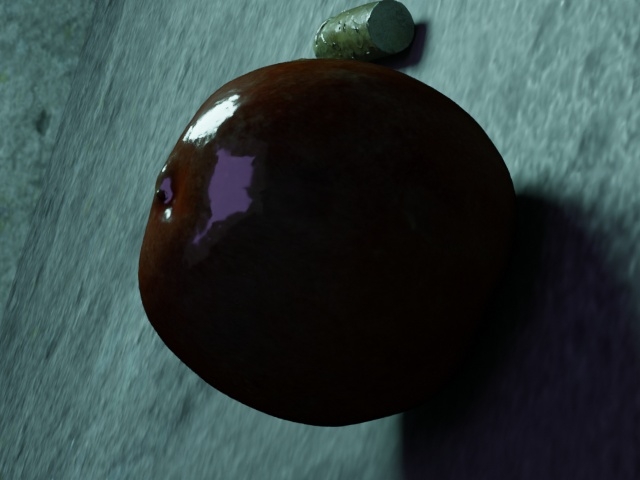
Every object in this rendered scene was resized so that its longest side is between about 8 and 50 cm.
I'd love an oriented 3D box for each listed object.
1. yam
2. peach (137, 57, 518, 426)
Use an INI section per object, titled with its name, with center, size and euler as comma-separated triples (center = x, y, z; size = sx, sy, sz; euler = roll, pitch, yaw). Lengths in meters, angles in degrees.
[yam]
center = 0.036, -0.182, 1.437
size = 0.132, 0.054, 0.054
euler = -2, 68, 68
[peach]
center = 0.000, 0.000, 1.084
size = 0.252, 0.252, 0.252
euler = -52, 25, 38
